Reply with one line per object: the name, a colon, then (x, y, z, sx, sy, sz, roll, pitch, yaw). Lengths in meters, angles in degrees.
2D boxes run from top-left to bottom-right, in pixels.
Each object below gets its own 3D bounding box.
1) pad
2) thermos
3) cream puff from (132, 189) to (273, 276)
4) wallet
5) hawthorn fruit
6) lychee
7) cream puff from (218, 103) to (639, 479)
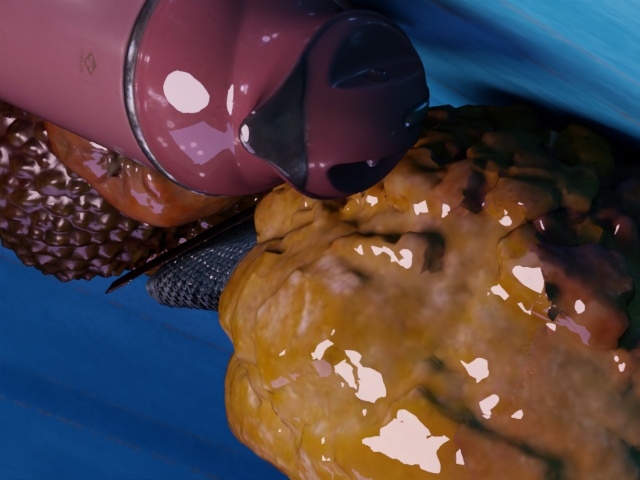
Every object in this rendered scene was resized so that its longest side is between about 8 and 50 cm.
pad: (-0.064, -0.022, 1.444, 0.004, 0.267, 0.181, 61, 178, -4)
thermos: (-0.066, -0.086, 0.753, 0.136, 0.109, 0.330, 26, 179, -42)
cream puff: (-0.122, -0.056, 1.695, 0.303, 0.212, 0.303, 22, 177, 1)
wallet: (0.000, 0.000, 1.368, 0.237, 0.075, 0.342, -19, -174, -18)
hawthorn fruit: (-0.093, -0.100, 1.033, 0.149, 0.149, 0.189, 26, -140, -24)
lychee: (-0.188, -0.082, 1.428, 0.271, 0.235, 0.236, 2, 164, 43)
cream puff: (0.117, 0.068, 0.840, 0.343, 0.231, 0.327, 32, 174, -6)
